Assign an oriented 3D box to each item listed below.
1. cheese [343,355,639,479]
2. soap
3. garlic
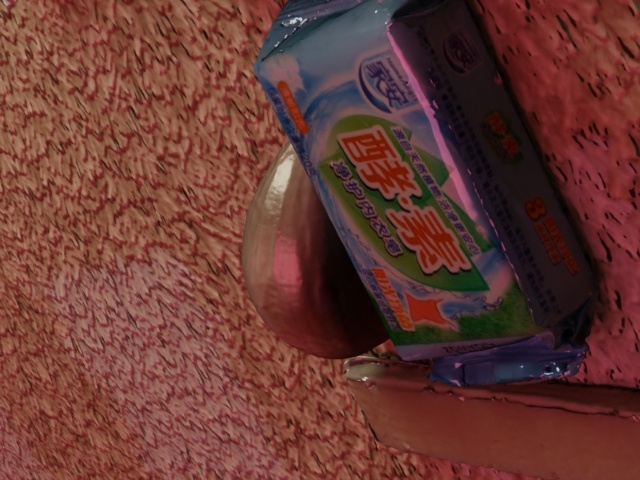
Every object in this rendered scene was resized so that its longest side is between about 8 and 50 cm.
[{"bbox_3d":[0.174,0.137,0.933,0.400,0.034,0.085,4,121,46],"label":"cheese"},{"bbox_3d":[0.071,-0.036,0.867,0.156,0.077,0.293,-13,110,51],"label":"soap"},{"bbox_3d":[-0.007,0.013,0.969,0.087,0.101,0.195,13,128,42],"label":"garlic"}]
